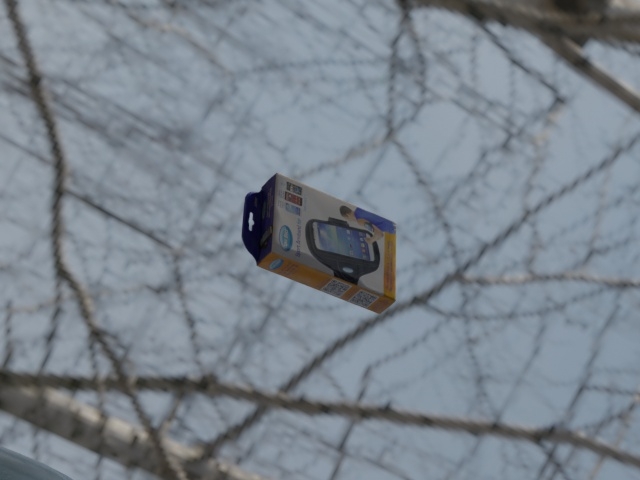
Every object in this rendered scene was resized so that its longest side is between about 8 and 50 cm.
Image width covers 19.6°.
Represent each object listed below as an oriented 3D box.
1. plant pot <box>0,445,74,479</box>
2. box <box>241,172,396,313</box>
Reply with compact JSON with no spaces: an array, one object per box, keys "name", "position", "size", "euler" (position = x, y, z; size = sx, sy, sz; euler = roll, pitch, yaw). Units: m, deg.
[{"name":"plant pot","position":[-0.252,0.188,0.784],"size":[0.290,0.195,0.290],"euler":[-31,-140,30]},{"name":"box","position":[0.000,0.000,1.498],"size":[0.028,0.136,0.081],"euler":[-40,-143,42]}]
